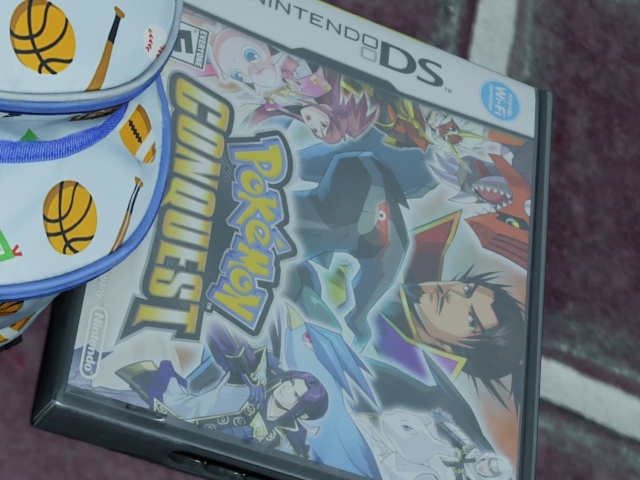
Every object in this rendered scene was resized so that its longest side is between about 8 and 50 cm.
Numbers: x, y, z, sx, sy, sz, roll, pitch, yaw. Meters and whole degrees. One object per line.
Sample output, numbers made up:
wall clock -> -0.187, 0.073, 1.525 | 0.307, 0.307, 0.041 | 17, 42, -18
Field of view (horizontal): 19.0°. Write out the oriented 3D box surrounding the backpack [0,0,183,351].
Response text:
backpack -> -0.176, -0.085, 0.795 | 0.276, 0.213, 0.263 | -2, 76, -34

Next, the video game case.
video game case -> 0.000, 0.000, 0.950 | 0.248, 0.035, 0.275 | 20, 56, -20
